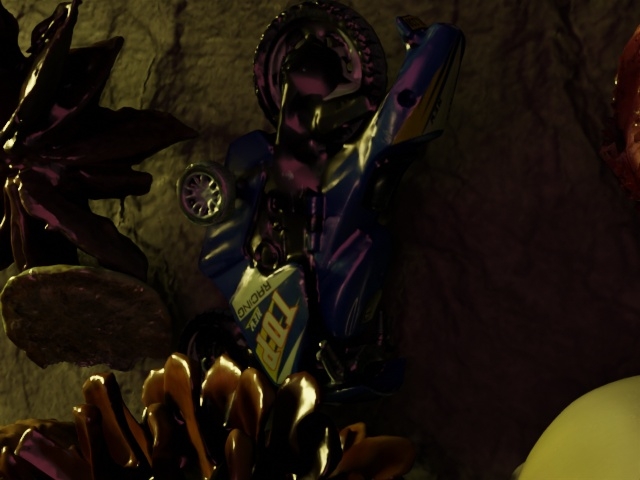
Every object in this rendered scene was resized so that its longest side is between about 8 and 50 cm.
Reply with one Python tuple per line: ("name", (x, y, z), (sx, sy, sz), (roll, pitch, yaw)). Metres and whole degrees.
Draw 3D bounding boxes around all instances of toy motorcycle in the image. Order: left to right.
("toy motorcycle", (0.000, 0.000, 0.612), (0.169, 0.113, 0.315), (27, 112, 23))

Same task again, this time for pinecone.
("pinecone", (-0.074, 0.179, 0.546), (0.264, 0.264, 0.264), (-1, 86, 21))

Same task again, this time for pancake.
("pancake", (-0.173, 0.058, 0.685), (0.130, 0.116, 0.022), (1, 43, 4))

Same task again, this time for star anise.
("star anise", (-0.211, -0.063, 0.695), (0.213, 0.129, 0.282), (-7, 102, 22))

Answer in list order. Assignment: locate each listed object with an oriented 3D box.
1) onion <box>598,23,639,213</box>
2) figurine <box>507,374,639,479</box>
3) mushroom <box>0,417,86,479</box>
("onion", (0.248, -0.078, 0.509), (0.184, 0.147, 0.183), (-2, 77, 9))
("figurine", (0.154, 0.267, 0.525), (0.275, 0.226, 0.394), (39, 109, -10))
("mushroom", (-0.315, 0.264, 0.626), (0.345, 0.345, 0.239), (16, 128, 21))
